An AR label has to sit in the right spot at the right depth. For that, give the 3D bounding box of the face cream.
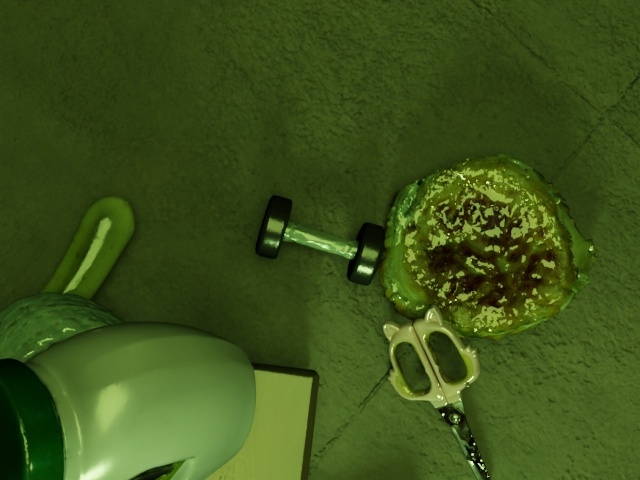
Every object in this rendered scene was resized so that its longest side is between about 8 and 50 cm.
[{"bbox_3d":[-0.274,0.235,1.425,0.357,0.312,0.219,-5,54,-43],"label":"face cream"}]

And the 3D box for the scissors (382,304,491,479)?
[{"bbox_3d":[0.204,0.257,1.746,0.160,0.024,0.317,-22,99,26],"label":"scissors"}]

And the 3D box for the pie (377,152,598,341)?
[{"bbox_3d":[0.266,0.015,1.771,0.354,0.103,0.288,-15,80,-6],"label":"pie"}]

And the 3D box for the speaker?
[{"bbox_3d":[-0.101,0.301,1.669,0.192,0.153,0.231,7,83,-5],"label":"speaker"}]

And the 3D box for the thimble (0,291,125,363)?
[{"bbox_3d":[-0.386,0.183,1.609,0.250,0.172,0.205,-10,115,-25],"label":"thimble"}]

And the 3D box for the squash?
[{"bbox_3d":[-0.369,0.041,1.707,0.083,0.083,0.250,33,84,-2],"label":"squash"}]

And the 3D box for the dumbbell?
[{"bbox_3d":[0.000,0.000,1.742,0.191,0.100,0.100,16,82,-6],"label":"dumbbell"}]
